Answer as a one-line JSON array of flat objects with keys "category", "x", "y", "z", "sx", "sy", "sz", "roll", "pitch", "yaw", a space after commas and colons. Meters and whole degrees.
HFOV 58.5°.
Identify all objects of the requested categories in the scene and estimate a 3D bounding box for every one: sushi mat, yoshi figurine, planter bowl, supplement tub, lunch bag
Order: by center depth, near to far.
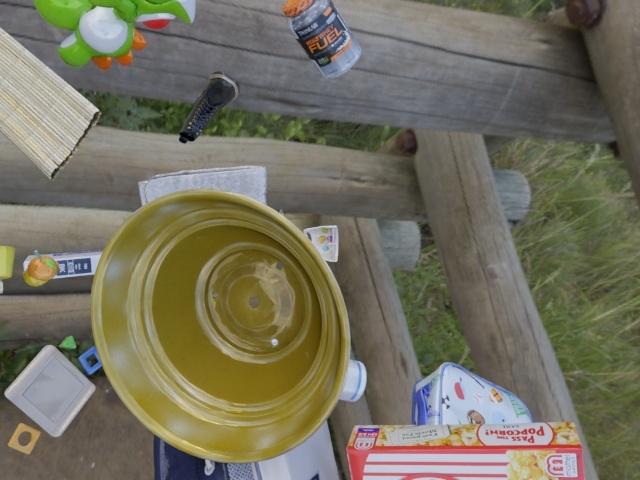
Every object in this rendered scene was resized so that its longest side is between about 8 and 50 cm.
[{"category": "planter bowl", "x": -0.070, "y": 0.061, "z": 0.473, "sx": 0.217, "sy": 0.090, "sz": 0.217, "roll": 3, "pitch": 101, "yaw": 17}, {"category": "supplement tub", "x": 0.017, "y": 0.229, "z": 0.964, "sx": 0.107, "sy": 0.071, "sz": 0.070, "roll": 17, "pitch": 71, "yaw": -21}, {"category": "yoshi figurine", "x": -0.366, "y": -0.456, "z": 1.002, "sx": 0.202, "sy": 0.362, "sz": 0.204, "roll": 63, "pitch": 23, "yaw": 5}, {"category": "lunch bag", "x": 0.264, "y": 0.375, "z": 1.020, "sx": 0.243, "sy": 0.115, "sz": 0.303, "roll": 27, "pitch": 42, "yaw": -14}, {"category": "sushi mat", "x": -0.536, "y": -0.253, "z": 1.038, "sx": 0.317, "sy": 0.019, "sz": 0.151, "roll": 38, "pitch": 94, "yaw": 19}, {"category": "supplement tub", "x": 0.002, "y": -0.486, "z": 1.334, "sx": 0.190, "sy": 0.117, "sz": 0.117, "roll": 48, "pitch": 62, "yaw": -33}]

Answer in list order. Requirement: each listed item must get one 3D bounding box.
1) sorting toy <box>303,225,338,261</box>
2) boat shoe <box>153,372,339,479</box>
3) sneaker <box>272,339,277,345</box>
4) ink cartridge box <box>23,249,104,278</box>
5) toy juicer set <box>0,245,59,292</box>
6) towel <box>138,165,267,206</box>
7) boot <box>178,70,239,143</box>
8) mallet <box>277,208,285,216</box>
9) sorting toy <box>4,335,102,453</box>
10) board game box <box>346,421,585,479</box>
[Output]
[{"category": "sorting toy", "x": 0.000, "y": 0.000, "z": 1.246, "sx": 0.075, "sy": 0.045, "sz": 0.083, "roll": 1, "pitch": 112, "yaw": 6}, {"category": "boat shoe", "x": -0.057, "y": 0.299, "z": 0.543, "sx": 0.127, "sy": 0.158, "sz": 0.340, "roll": 10, "pitch": 66, "yaw": -63}, {"category": "sneaker", "x": -0.230, "y": 0.256, "z": 1.737, "sx": 0.258, "sy": 0.094, "sz": 0.091, "roll": 19, "pitch": 104, "yaw": -35}, {"category": "ink cartridge box", "x": -0.695, "y": 0.065, "z": 1.709, "sx": 0.333, "sy": 0.165, "sz": 0.065, "roll": -6, "pitch": 96, "yaw": -21}, {"category": "toy juicer set", "x": -0.727, "y": 0.062, "z": 1.271, "sx": 0.209, "sy": 0.329, "sz": 0.089, "roll": 8, "pitch": 72, "yaw": -59}, {"category": "towel", "x": -0.256, "y": -0.066, "z": 1.288, "sx": 0.283, "sy": 0.049, "sz": 0.187, "roll": -6, "pitch": 110, "yaw": -9}, {"category": "boot", "x": -0.263, "y": -0.301, "z": 1.331, "sx": 0.077, "sy": 0.198, "sz": 0.137, "roll": 32, "pitch": 71, "yaw": -17}, {"category": "mallet", "x": -0.094, "y": 0.018, "z": 1.169, "sx": 0.062, "sy": 0.039, "sz": 0.189, "roll": 56, "pitch": 35, "yaw": -34}, {"category": "sorting toy", "x": -0.759, "y": 0.423, "z": 1.604, "sx": 0.196, "sy": 0.047, "sz": 0.347, "roll": 55, "pitch": 40, "yaw": -24}, {"category": "board game box", "x": 0.130, "y": 0.238, "z": 0.507, "sx": 0.194, "sy": 0.045, "sz": 0.146, "roll": -7, "pitch": 102, "yaw": 16}]
